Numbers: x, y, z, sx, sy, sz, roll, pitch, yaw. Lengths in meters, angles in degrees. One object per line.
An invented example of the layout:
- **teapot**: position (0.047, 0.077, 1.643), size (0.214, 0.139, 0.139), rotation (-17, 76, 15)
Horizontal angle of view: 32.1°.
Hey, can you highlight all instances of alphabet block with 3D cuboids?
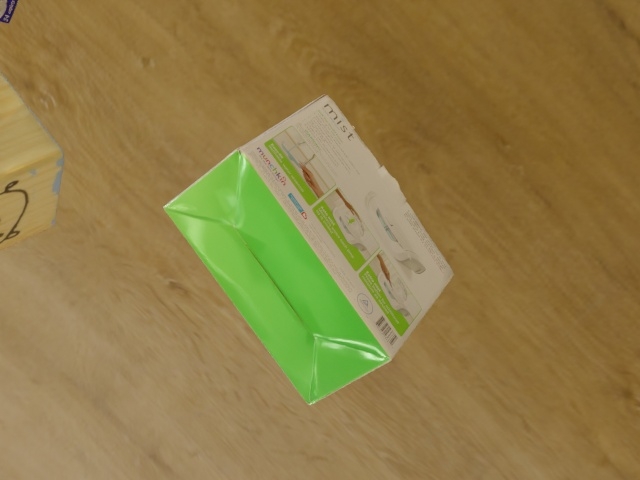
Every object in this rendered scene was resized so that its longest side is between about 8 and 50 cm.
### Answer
- **alphabet block**: position (-0.510, -0.099, 1.606), size (0.197, 0.192, 0.193), rotation (-29, 68, -33)

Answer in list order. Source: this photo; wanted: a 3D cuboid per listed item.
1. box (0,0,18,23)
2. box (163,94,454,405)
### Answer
- **box**: position (-0.511, -0.373, 1.562), size (0.137, 0.126, 0.072), rotation (6, 115, -49)
- **box**: position (0.000, 0.000, 1.211), size (0.127, 0.231, 0.262), rotation (-33, 96, 30)
